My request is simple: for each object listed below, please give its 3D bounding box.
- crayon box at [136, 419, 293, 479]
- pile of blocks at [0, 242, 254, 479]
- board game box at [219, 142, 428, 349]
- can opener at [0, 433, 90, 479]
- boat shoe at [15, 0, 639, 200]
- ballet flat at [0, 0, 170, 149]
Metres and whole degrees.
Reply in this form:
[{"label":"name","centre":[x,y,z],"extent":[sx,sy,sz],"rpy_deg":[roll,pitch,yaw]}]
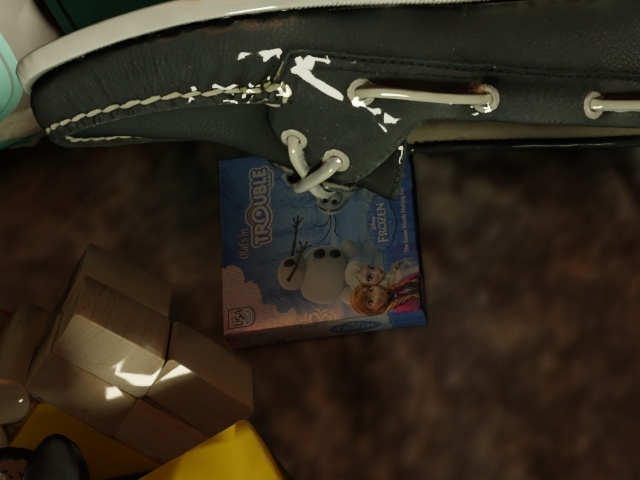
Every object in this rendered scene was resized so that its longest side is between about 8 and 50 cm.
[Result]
[{"label":"crayon box","centre":[-0.105,0.291,0.606],"extent":[0.363,0.106,0.313],"rpy_deg":[-30,62,-2]},{"label":"pile of blocks","centre":[-0.206,0.089,0.745],"extent":[0.362,0.149,0.112],"rpy_deg":[-6,20,0]},{"label":"board game box","centre":[0.000,0.000,0.771],"extent":[0.090,0.020,0.090],"rpy_deg":[-9,62,9]},{"label":"can opener","centre":[-0.114,0.159,0.586],"extent":[0.059,0.073,0.186],"rpy_deg":[7,73,9]},{"label":"boat shoe","centre":[0.027,-0.062,0.718],"extent":[0.303,0.114,0.091],"rpy_deg":[-9,88,0]},{"label":"ballet flat","centre":[-0.141,-0.120,0.807],"extent":[0.409,0.147,0.147],"rpy_deg":[-23,62,1]}]
